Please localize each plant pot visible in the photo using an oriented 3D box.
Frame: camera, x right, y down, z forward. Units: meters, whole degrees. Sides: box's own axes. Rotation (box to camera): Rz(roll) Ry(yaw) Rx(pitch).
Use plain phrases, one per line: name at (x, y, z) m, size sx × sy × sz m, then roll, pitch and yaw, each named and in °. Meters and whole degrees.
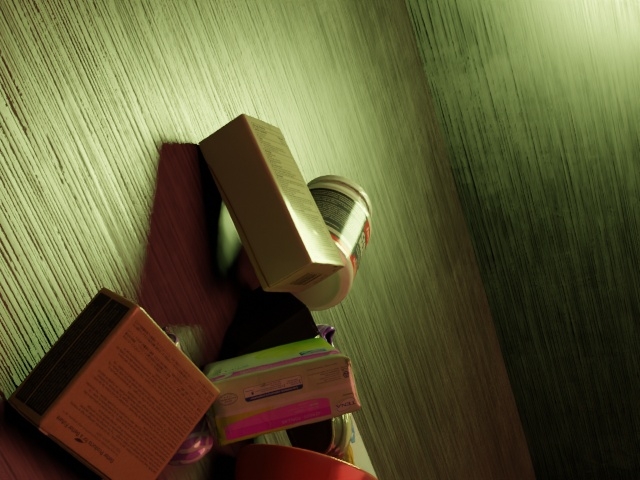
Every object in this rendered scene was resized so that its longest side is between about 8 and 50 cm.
plant pot at (-0.046, 0.509, 1.577) m, size 0.275 × 0.274 × 0.243 m, roll 54°, pitch 45°, yaw -49°

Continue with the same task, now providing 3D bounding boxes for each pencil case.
pencil case at (-0.232, 0.242, 1.410) m, size 0.086 × 0.088 × 0.206 m, roll -54°, pitch 131°, yaw -64°

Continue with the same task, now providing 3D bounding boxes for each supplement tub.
supplement tub at (0.000, 0.000, 1.929) m, size 0.272 × 0.191 × 0.191 m, roll -65°, pitch 141°, yaw -53°

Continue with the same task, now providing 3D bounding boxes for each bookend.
bookend at (-0.111, 0.161, 1.730) m, size 0.157 × 0.156 × 0.072 m, roll -34°, pitch 124°, yaw -16°

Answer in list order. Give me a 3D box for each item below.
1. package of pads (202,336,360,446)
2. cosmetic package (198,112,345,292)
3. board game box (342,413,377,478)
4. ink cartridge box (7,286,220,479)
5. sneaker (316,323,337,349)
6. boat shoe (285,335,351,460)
package of pads at (-0.076, 0.237, 1.486) m, size 0.296 × 0.229 × 0.101 m, roll 173°, pitch -96°, yaw -83°
cosmetic package at (-0.089, -0.065, 1.707) m, size 0.309 × 0.113 × 0.160 m, roll 64°, pitch 20°, yaw 16°
board game box at (0.027, 0.533, 1.962) m, size 0.318 × 0.065 × 0.319 m, roll -65°, pitch 141°, yaw -54°
ink cartridge box at (-0.267, 0.208, 1.235) m, size 0.193 × 0.088 × 0.235 m, roll -52°, pitch 139°, yaw -19°
sneaker at (0.003, 0.258, 1.999) m, size 0.068 × 0.071 × 0.170 m, roll 46°, pitch 42°, yaw -55°
boat shoe at (-0.049, 0.276, 1.734) m, size 0.130 × 0.132 × 0.355 m, roll 42°, pitch 15°, yaw -37°
